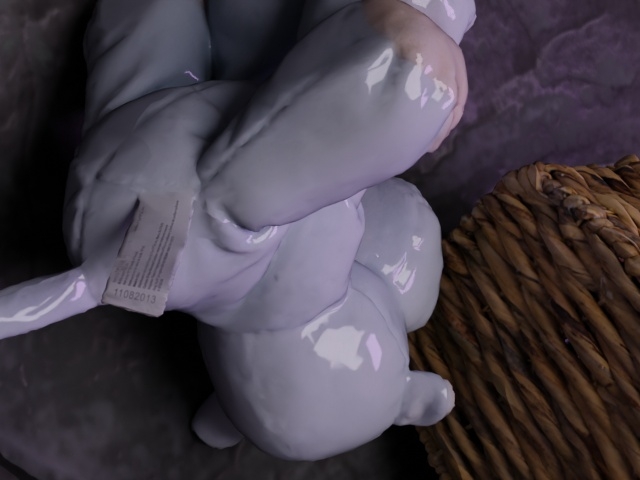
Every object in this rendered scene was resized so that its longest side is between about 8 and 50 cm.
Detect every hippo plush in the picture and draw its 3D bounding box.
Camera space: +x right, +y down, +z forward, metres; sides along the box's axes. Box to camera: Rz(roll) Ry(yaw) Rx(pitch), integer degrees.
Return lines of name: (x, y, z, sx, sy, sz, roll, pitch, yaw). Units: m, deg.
hippo plush: (0.000, 0.000, 0.945, 0.236, 0.234, 0.294, 56, 34, -35)

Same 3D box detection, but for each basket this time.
basket: (0.210, 0.103, 1.065, 0.223, 0.213, 0.299, 1, 52, -40)
